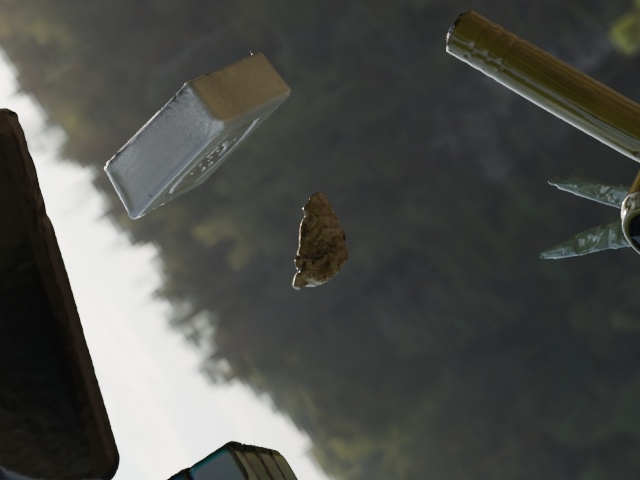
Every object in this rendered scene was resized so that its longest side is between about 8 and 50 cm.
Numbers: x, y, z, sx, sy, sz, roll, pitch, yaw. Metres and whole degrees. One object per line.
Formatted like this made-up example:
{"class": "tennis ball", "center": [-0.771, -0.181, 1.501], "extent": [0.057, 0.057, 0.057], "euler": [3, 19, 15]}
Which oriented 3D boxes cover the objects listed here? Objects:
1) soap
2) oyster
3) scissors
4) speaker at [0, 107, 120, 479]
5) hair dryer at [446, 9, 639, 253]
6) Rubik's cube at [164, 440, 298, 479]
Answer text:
{"class": "soap", "center": [-0.127, -0.106, 1.871], "extent": [0.121, 0.183, 0.064], "euler": [-30, -98, -47]}
{"class": "oyster", "center": [0.000, 0.000, 1.736], "extent": [0.080, 0.038, 0.083], "euler": [-22, -71, -54]}
{"class": "scissors", "center": [0.394, -0.033, 1.963], "extent": [0.383, 0.256, 0.029], "euler": [0, 160, 41]}
{"class": "speaker", "center": [-0.317, 0.044, 1.488], "extent": [0.180, 0.184, 0.388], "euler": [17, 128, 48]}
{"class": "hair dryer", "center": [0.222, -0.096, 1.524], "extent": [0.278, 0.135, 0.090], "euler": [30, 150, 2]}
{"class": "Rubik's cube", "center": [-0.070, 0.248, 1.332], "extent": [0.155, 0.151, 0.154], "euler": [60, -175, 14]}
